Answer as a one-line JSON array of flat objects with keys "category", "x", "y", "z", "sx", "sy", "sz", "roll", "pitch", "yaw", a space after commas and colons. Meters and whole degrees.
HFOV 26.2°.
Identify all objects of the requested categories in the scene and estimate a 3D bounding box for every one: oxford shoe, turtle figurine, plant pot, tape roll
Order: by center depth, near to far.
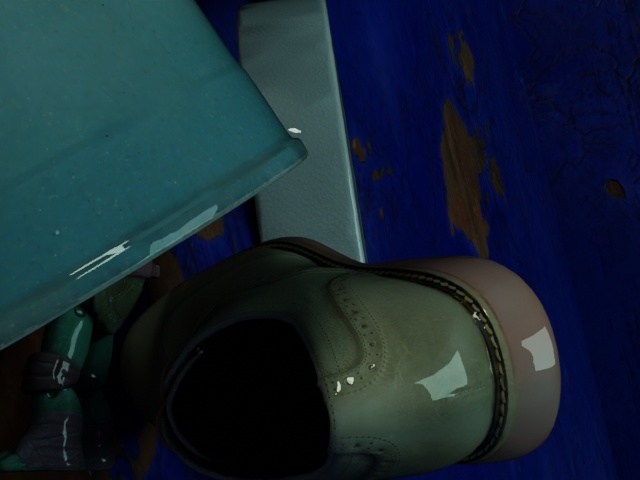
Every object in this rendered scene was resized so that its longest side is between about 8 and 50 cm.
[{"category": "plant pot", "x": -0.186, "y": -0.079, "z": 0.603, "sx": 0.255, "sy": 0.272, "sz": 0.271, "roll": 60, "pitch": 23, "yaw": -5}, {"category": "oxford shoe", "x": -0.044, "y": 0.070, "z": 0.802, "sx": 0.146, "sy": 0.397, "sz": 0.140, "roll": -9, "pitch": 88, "yaw": -33}, {"category": "turtle figurine", "x": -0.156, "y": 0.018, "z": 0.810, "sx": 0.175, "sy": 0.118, "sz": 0.234, "roll": 20, "pitch": 66, "yaw": -66}, {"category": "tape roll", "x": 0.000, "y": 0.000, "z": 1.098, "sx": 0.392, "sy": 0.072, "sz": 0.392, "roll": -9, "pitch": 90, "yaw": -88}]

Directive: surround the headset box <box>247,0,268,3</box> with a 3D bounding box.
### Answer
[{"category": "headset box", "x": -0.022, "y": -0.349, "z": 1.215, "sx": 0.293, "sy": 0.110, "sz": 0.218, "roll": -52, "pitch": 159, "yaw": -64}]
